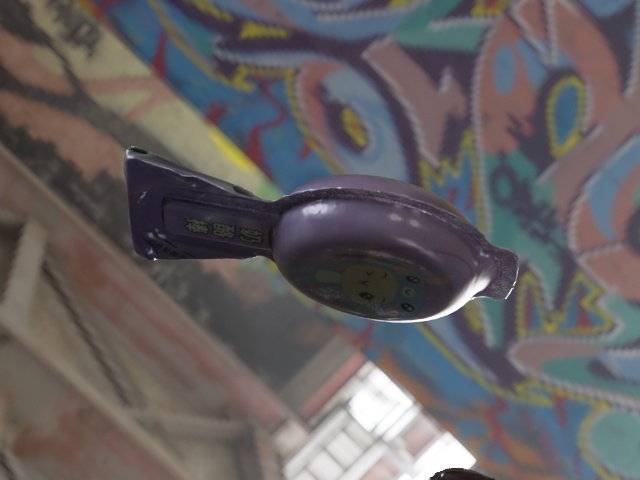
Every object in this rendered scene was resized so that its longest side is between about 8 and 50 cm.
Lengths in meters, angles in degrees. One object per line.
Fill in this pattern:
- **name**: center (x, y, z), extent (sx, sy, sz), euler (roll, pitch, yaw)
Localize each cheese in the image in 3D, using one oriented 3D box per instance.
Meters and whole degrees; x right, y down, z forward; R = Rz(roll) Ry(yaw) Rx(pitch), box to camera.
- **cheese**: center (0.000, 0.000, 0.823), extent (0.190, 0.042, 0.105), euler (11, 149, 5)

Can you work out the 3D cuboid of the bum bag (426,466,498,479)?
- **bum bag**: center (0.061, 0.174, 0.663), extent (0.109, 0.159, 0.026), euler (23, -171, -4)
